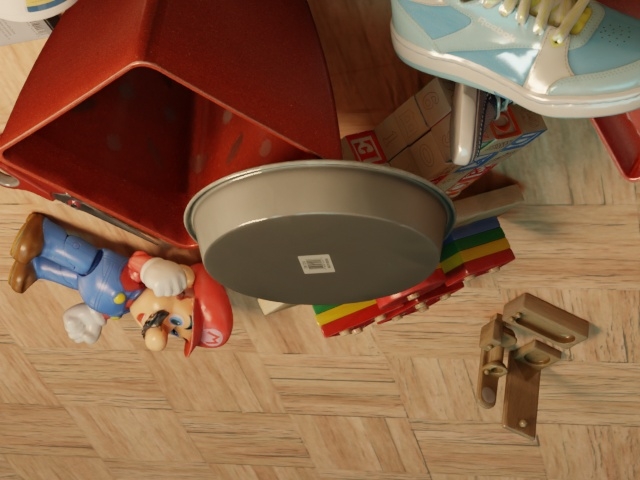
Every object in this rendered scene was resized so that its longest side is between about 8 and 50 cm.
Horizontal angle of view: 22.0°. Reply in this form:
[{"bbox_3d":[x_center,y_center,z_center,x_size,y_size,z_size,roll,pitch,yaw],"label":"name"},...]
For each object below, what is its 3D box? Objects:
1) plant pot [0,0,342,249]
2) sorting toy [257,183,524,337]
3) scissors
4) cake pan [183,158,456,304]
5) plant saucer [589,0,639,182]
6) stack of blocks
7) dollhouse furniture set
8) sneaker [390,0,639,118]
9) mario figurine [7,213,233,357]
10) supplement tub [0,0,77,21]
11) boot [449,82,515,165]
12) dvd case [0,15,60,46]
[{"bbox_3d":[-0.146,-0.179,1.749,0.267,0.236,0.267,28,145,-34],"label":"plant pot"},{"bbox_3d":[0.099,0.041,2.041,0.255,0.089,0.257,-16,169,-41],"label":"sorting toy"},{"bbox_3d":[-0.351,-0.060,2.217,0.109,0.021,0.297,-18,139,35],"label":"scissors"},{"bbox_3d":[0.000,0.000,1.761,0.293,0.054,0.293,0,157,0],"label":"cake pan"},{"bbox_3d":[0.364,-0.203,1.659,0.259,0.048,0.258,-17,112,43],"label":"plant saucer"},{"bbox_3d":[0.097,-0.087,1.896,0.171,0.087,0.297,-14,165,-39],"label":"stack of blocks"},{"bbox_3d":[0.290,0.178,2.301,0.144,0.123,0.151,25,145,-22],"label":"dollhouse furniture set"},{"bbox_3d":[0.192,-0.241,1.602,0.319,0.127,0.208,15,144,29],"label":"sneaker"},{"bbox_3d":[-0.277,0.084,2.267,0.320,0.170,0.198,19,-178,1],"label":"mario figurine"},{"bbox_3d":[-0.304,-0.332,1.649,0.144,0.144,0.200,9,148,3],"label":"supplement tub"},{"bbox_3d":[0.186,-0.160,1.739,0.086,0.190,0.069,10,153,-4],"label":"boot"},{"bbox_3d":[-0.441,-0.280,1.881,0.238,0.030,0.179,-7,144,24],"label":"dvd case"}]
